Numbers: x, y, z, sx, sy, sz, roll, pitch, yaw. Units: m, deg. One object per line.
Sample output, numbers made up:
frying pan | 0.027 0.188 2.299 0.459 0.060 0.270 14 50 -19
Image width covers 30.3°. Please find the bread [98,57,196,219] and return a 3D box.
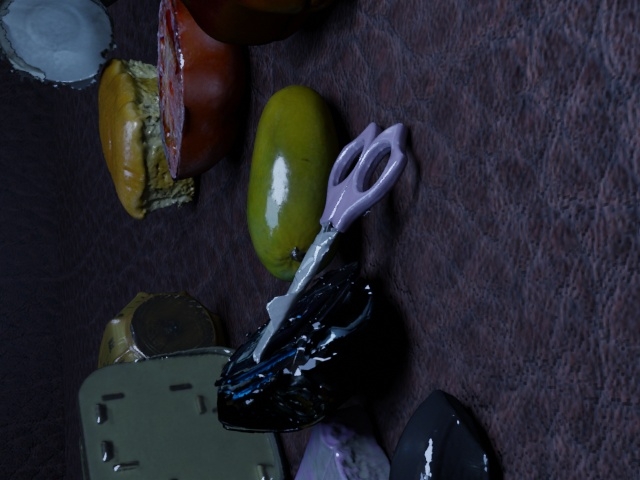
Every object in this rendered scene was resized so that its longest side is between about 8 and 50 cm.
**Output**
bread | -0.239 -0.145 1.611 0.245 0.121 0.174 -122 37 -53

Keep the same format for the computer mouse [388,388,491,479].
computer mouse | 0.078 0.187 0.795 0.099 0.057 0.172 157 108 -72

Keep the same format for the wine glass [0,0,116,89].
wine glass | -0.346 -0.390 1.683 0.190 0.190 0.357 110 167 -47

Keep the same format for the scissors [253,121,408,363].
scissors | 0.001 0.000 0.915 0.212 0.021 0.110 -58 21 -4

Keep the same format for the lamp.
lamp | -0.195 0.158 1.455 0.185 0.161 0.161 114 149 -52

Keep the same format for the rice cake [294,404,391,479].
rice cake | 0.001 0.270 1.039 0.106 0.050 0.298 -113 28 -45

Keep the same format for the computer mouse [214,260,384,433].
computer mouse | -0.014 0.101 0.975 0.077 0.146 0.241 47 147 -9

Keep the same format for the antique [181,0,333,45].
antique | -0.064 -0.285 1.070 0.278 0.129 0.224 -118 29 -57

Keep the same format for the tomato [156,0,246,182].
tomato | -0.140 -0.181 1.370 0.225 0.085 0.225 175 90 -73

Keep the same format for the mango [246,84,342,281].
mango | -0.024 -0.056 1.024 0.122 0.085 0.191 85 180 -67

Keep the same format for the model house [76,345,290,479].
model house | -0.157 0.291 1.319 0.279 0.204 0.218 97 162 -45
